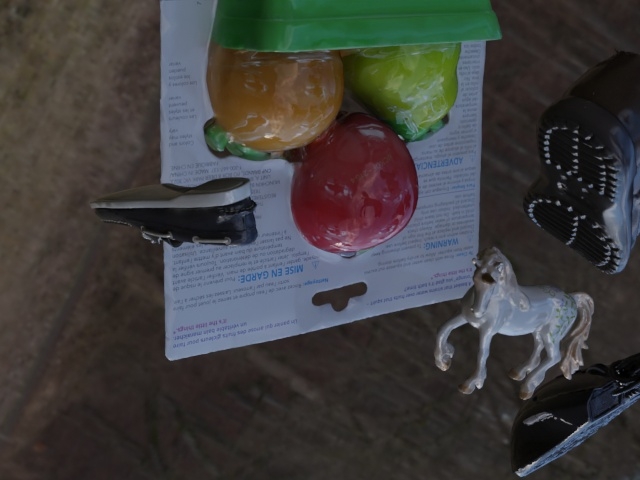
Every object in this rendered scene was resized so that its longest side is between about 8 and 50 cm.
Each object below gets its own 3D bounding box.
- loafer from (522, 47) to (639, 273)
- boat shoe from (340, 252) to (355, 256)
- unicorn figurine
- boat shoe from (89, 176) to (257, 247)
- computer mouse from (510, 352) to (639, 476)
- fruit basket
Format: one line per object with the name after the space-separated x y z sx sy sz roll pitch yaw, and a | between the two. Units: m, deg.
0.302 -0.074 1.273 0.130 0.134 0.366 -49 164 -10 | loafer
0.000 0.000 1.662 0.035 0.100 0.035 -6 -107 58 | boat shoe
0.128 0.054 0.846 0.060 0.162 0.111 40 -60 37 | unicorn figurine
-0.088 -0.014 0.738 0.125 0.038 0.046 -2 -163 35 | boat shoe
0.270 0.122 1.120 0.184 0.060 0.262 -23 161 -28 | computer mouse
0.006 -0.100 1.010 0.165 0.327 0.353 27 -60 50 | fruit basket
